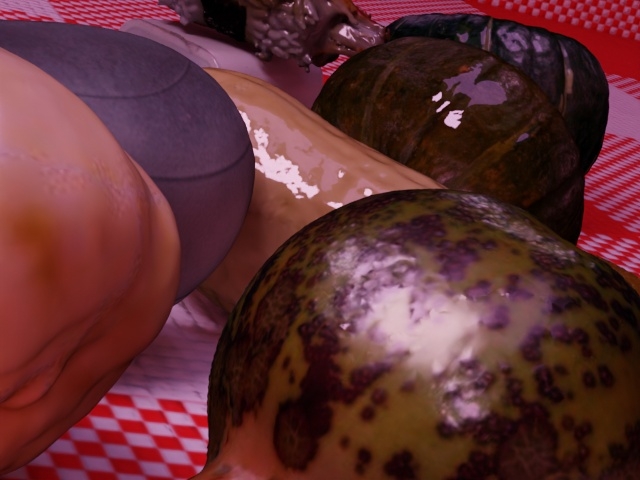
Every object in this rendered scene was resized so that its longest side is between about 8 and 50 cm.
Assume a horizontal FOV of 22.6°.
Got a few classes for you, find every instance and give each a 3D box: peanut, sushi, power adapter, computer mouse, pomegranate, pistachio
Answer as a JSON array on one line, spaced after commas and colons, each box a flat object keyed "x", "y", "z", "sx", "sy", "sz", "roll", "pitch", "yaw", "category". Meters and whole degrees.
[{"x": 0.000, "y": 0.000, "z": 1.041, "sx": 0.319, "sy": 0.148, "sz": 0.147, "roll": 31, "pitch": 20, "yaw": 15, "category": "peanut"}, {"x": -0.050, "y": -0.202, "z": 1.286, "sx": 0.226, "sy": 0.097, "sz": 0.103, "roll": 21, "pitch": 22, "yaw": 11, "category": "sushi"}, {"x": -0.117, "y": -0.111, "z": 1.321, "sx": 0.130, "sy": 0.125, "sz": 0.205, "roll": 29, "pitch": 22, "yaw": 35, "category": "power adapter"}, {"x": -0.194, "y": -0.025, "z": 0.860, "sx": 0.371, "sy": 0.188, "sz": 0.122, "roll": 6, "pitch": 22, "yaw": -28, "category": "computer mouse"}, {"x": 0.033, "y": 0.108, "z": 0.644, "sx": 0.204, "sy": 0.222, "sz": 0.276, "roll": 16, "pitch": 44, "yaw": 17, "category": "pomegranate"}, {"x": -0.219, "y": 0.008, "z": 0.681, "sx": 0.321, "sy": 0.229, "sz": 0.238, "roll": 0, "pitch": 47, "yaw": -16, "category": "pistachio"}]

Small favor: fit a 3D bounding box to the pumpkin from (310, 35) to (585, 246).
[{"x": 0.089, "y": -0.044, "z": 1.149, "sx": 0.223, "sy": 0.224, "sz": 0.157, "roll": 26, "pitch": 48, "yaw": 30, "category": "pumpkin"}]

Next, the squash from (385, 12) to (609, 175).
[{"x": 0.154, "y": -0.134, "z": 1.556, "sx": 0.252, "sy": 0.165, "sz": 0.252, "roll": 17, "pitch": 2, "yaw": -1, "category": "squash"}]

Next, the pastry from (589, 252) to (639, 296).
[{"x": 0.211, "y": 0.046, "z": 1.247, "sx": 0.097, "sy": 0.057, "sz": 0.109, "roll": 30, "pitch": 22, "yaw": 34, "category": "pastry"}]
